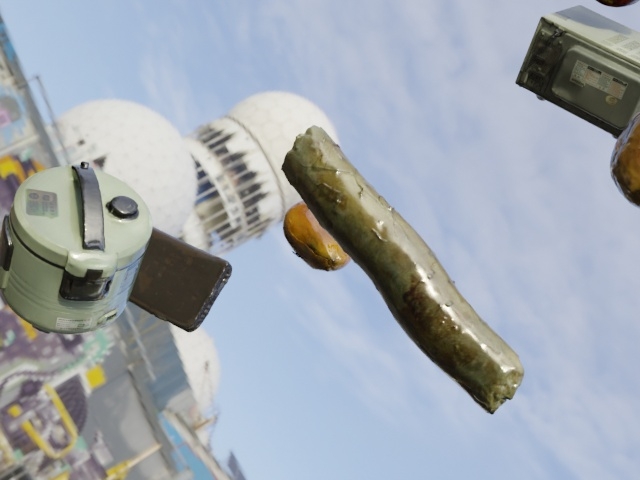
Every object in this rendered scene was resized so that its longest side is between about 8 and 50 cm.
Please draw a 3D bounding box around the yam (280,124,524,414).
[{"bbox_3d":[0.072,0.024,0.852,0.317,0.067,0.071,50,-14,14],"label":"yam"}]

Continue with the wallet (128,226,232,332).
[{"bbox_3d":[-0.327,0.064,1.843,0.309,0.165,0.042,23,-12,32],"label":"wallet"}]

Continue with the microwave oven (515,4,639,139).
[{"bbox_3d":[0.488,-0.285,1.566,0.240,0.194,0.145,35,-49,25],"label":"microwave oven"}]

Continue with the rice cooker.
[{"bbox_3d":[-0.384,0.011,1.414,0.226,0.226,0.244,49,-50,23],"label":"rice cooker"}]

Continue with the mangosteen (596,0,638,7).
[{"bbox_3d":[0.525,-0.469,1.523,0.146,0.181,0.156,-128,-157,-75],"label":"mangosteen"}]

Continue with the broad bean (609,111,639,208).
[{"bbox_3d":[0.478,-0.119,1.196,0.156,0.228,0.122,44,-17,3],"label":"broad bean"}]

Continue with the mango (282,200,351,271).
[{"bbox_3d":[-0.002,0.002,1.503,0.084,0.105,0.159,-54,-136,29],"label":"mango"}]
